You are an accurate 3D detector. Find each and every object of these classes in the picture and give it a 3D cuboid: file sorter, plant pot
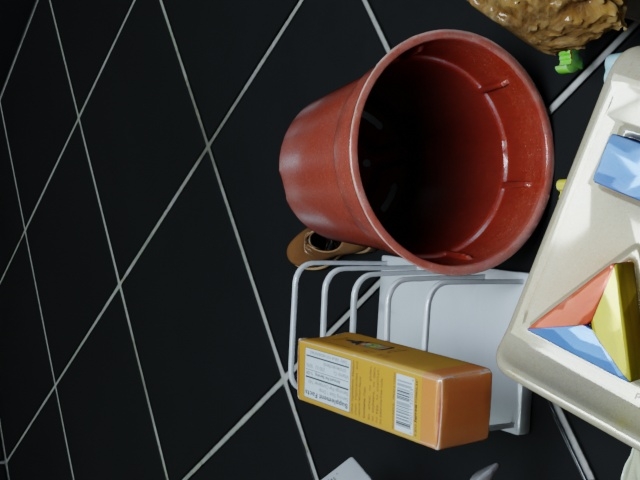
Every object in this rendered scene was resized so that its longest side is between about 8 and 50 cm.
[{"bbox_3d":[0.107,0.125,1.163,0.278,0.173,0.192,7,95,54],"label":"file sorter"},{"bbox_3d":[0.093,-0.097,1.137,0.265,0.273,0.272,1,90,63],"label":"plant pot"}]

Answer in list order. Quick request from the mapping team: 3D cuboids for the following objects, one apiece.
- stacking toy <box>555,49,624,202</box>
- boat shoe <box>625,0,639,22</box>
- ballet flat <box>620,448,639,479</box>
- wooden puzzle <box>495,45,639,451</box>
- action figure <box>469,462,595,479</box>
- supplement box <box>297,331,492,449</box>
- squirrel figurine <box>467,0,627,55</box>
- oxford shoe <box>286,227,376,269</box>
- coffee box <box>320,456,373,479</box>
[{"bbox_3d":[0.311,-0.128,0.952,0.167,0.052,0.221,2,100,57],"label":"stacking toy"},{"bbox_3d":[0.335,-0.255,0.968,0.125,0.038,0.046,47,144,46],"label":"boat shoe"},{"bbox_3d":[0.339,0.202,0.918,0.086,0.086,0.248,27,112,52],"label":"ballet flat"},{"bbox_3d":[0.338,0.027,0.809,0.322,0.081,0.347,28,103,35],"label":"wooden puzzle"},{"bbox_3d":[0.238,0.397,0.939,0.341,0.179,0.330,-25,91,57],"label":"action figure"},{"bbox_3d":[0.072,0.155,0.998,0.233,0.078,0.080,11,101,52],"label":"supplement box"},{"bbox_3d":[0.247,-0.403,0.922,0.370,0.281,0.397,-55,35,19],"label":"squirrel figurine"},{"bbox_3d":[0.000,0.000,1.405,0.212,0.076,0.076,-21,74,54],"label":"oxford shoe"},{"bbox_3d":[0.097,0.429,1.134,0.297,0.119,0.168,41,163,52],"label":"coffee box"}]
